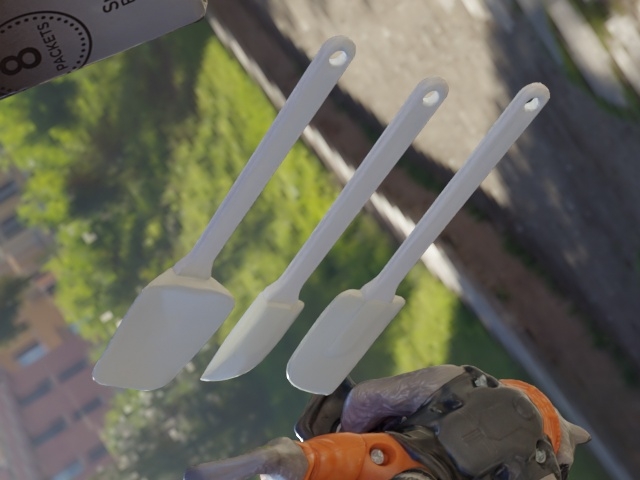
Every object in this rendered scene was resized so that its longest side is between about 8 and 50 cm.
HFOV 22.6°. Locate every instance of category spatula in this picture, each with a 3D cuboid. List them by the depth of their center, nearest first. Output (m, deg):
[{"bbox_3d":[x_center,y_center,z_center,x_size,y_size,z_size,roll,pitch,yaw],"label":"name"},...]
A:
[{"bbox_3d":[0.000,0.000,0.820,0.168,0.242,0.019,10,-139,-34],"label":"spatula"}]

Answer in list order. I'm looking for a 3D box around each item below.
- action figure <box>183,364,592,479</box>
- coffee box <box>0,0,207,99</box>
[{"bbox_3d":[0.101,0.204,1.082,0.341,0.178,0.330,47,-145,10],"label":"action figure"},{"bbox_3d":[-0.150,-0.154,0.371,0.297,0.168,0.119,75,171,-56],"label":"coffee box"}]
